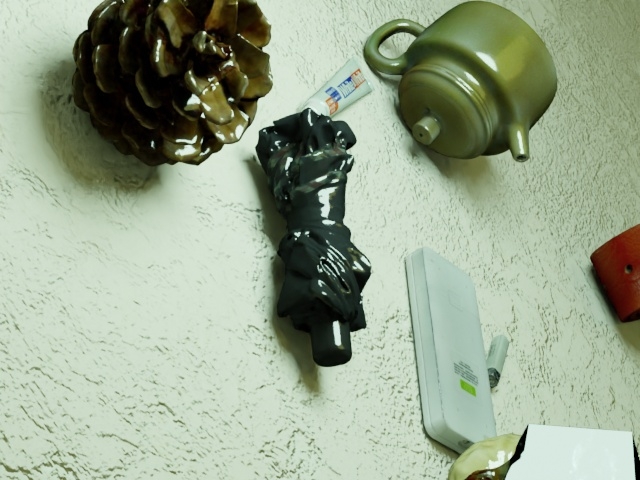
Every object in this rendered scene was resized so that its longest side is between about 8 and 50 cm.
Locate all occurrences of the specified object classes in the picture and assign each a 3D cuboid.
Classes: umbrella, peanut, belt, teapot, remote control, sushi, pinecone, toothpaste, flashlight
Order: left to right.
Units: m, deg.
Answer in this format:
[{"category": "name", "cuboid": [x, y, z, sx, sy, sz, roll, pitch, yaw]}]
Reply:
[{"category": "pinecone", "cuboid": [-0.128, -0.166, 1.355, 0.179, 0.204, 0.184, 41, 50, -20]}, {"category": "umbrella", "cuboid": [0.000, 0.000, 1.493, 0.110, 0.122, 0.272, -5, 63, -8]}, {"category": "toothpaste", "cuboid": [0.020, -0.175, 1.750, 0.052, 0.033, 0.218, 58, 26, -8]}, {"category": "remote control", "cuboid": [0.147, 0.124, 1.655, 0.103, 0.034, 0.250, 32, 39, -37]}, {"category": "teapot", "cuboid": [0.168, -0.191, 1.854, 0.268, 0.185, 0.175, 35, 58, 19]}, {"category": "flashlight", "cuboid": [0.208, 0.143, 1.740, 0.018, 0.018, 0.083, 50, 32, -16]}, {"category": "sushi", "cuboid": [0.185, 0.323, 1.356, 0.227, 0.212, 0.215, 88, 6, -46]}, {"category": "peanut", "cuboid": [0.235, 0.265, 1.569, 0.257, 0.123, 0.123, 10, 55, -49]}, {"category": "belt", "cuboid": [0.525, 0.023, 2.103, 0.324, 0.227, 0.115, -6, 70, -55]}]

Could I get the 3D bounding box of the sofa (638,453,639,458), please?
[{"category": "sofa", "cuboid": [0.390, 0.339, 1.517, 0.200, 0.258, 0.182, -11, 46, -15]}]
